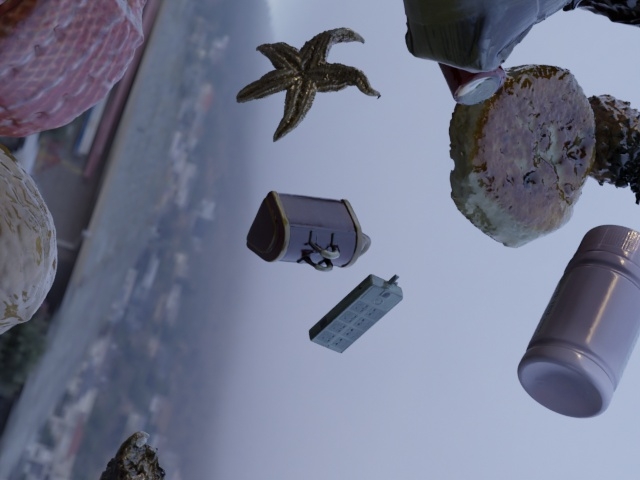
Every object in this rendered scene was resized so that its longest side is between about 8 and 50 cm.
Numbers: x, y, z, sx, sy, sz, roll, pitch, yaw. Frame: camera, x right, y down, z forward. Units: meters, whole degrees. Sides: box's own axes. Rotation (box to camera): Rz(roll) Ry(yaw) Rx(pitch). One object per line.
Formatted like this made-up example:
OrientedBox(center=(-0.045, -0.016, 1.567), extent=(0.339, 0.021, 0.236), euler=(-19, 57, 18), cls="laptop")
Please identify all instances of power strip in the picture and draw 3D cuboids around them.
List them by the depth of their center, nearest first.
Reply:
OrientedBox(center=(0.043, 0.080, 1.545), extent=(0.136, 0.051, 0.019), euler=(-43, -145, 32), cls="power strip")

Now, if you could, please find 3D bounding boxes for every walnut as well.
OrientedBox(center=(-0.414, -0.009, 1.570), extent=(0.225, 0.261, 0.225), euler=(-38, 170, -8), cls="walnut")

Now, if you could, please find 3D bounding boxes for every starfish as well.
OrientedBox(center=(-0.031, -0.260, 2.227), extent=(0.236, 0.277, 0.062), euler=(-54, 147, -13), cls="starfish")

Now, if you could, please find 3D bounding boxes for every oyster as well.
OrientedBox(center=(-0.228, 0.293, 1.606), extent=(0.051, 0.103, 0.148), euler=(66, 21, -52), cls="oyster")

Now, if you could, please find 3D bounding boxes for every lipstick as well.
OrientedBox(center=(0.170, -0.297, 1.859), extent=(0.241, 0.080, 0.080), euler=(68, -31, 24), cls="lipstick")

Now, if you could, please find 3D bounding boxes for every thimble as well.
OrientedBox(center=(-0.417, -0.312, 1.824), extent=(0.231, 0.350, 0.350), euler=(58, 41, -57), cls="thimble")

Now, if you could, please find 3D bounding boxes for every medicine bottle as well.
OrientedBox(center=(0.370, 0.107, 1.864), extent=(0.250, 0.133, 0.133), euler=(-59, -177, -31), cls="medicine bottle")

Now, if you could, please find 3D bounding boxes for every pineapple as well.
OrientedBox(center=(0.516, -0.134, 2.312), extent=(0.158, 0.157, 0.279), euler=(-66, -154, 23), cls="pineapple")

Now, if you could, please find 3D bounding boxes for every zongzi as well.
OrientedBox(center=(0.209, -0.367, 1.538), extent=(0.145, 0.300, 0.274), euler=(30, -34, 48), cls="zongzi")

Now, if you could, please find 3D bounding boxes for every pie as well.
OrientedBox(center=(0.327, -0.140, 2.165), extent=(0.092, 0.315, 0.315), euler=(16, -94, 50), cls="pie")

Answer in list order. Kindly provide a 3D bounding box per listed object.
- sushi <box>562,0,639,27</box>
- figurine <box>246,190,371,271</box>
OrientedBox(center=(0.530, -0.462, 2.097), extent=(0.299, 0.294, 0.281), euler=(-50, 150, -47), cls="sushi")
OrientedBox(center=(0.000, 0.001, 1.661), extent=(0.098, 0.154, 0.082), euler=(51, -54, 48), cls="figurine")
